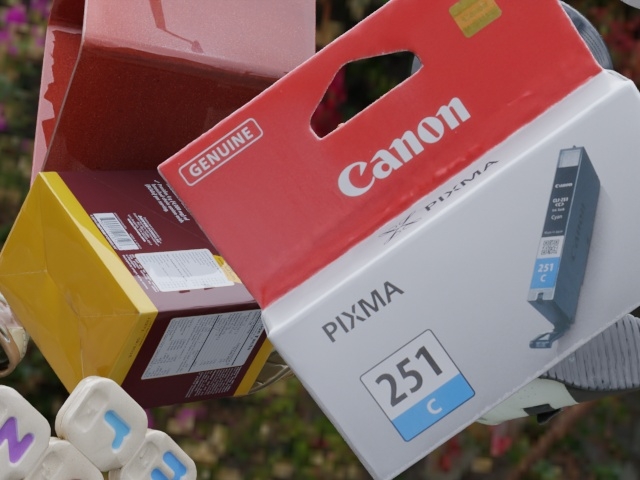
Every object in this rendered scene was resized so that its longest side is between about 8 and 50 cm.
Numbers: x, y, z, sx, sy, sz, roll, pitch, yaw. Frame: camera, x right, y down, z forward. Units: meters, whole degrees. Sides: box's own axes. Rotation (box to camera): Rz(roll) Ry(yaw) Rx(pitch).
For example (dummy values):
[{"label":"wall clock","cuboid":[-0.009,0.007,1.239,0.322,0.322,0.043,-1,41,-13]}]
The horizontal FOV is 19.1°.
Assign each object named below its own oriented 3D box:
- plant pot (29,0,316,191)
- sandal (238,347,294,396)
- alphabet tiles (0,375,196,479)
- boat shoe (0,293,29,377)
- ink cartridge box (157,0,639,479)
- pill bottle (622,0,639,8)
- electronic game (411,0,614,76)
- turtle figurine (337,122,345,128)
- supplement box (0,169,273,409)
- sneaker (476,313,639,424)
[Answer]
[{"label":"plant pot","cuboid":[-0.140,-0.185,1.876,0.235,0.267,0.267,10,-37,-15]},{"label":"sandal","cuboid":[-0.037,0.104,1.857,0.180,0.072,0.049,-29,-29,-16]},{"label":"alphabet tiles","cuboid":[-0.208,0.246,1.403,0.021,0.284,0.278,13,-29,46]},{"label":"boat shoe","cuboid":[-0.497,0.068,2.309,0.324,0.122,0.120,27,17,-18]},{"label":"ink cartridge box","cuboid":[0.083,-0.024,1.278,0.261,0.296,0.066,54,2,-15]},{"label":"pill bottle","cuboid":[0.330,-0.315,1.797,0.112,0.112,0.187,7,-45,1]},{"label":"electronic game","cuboid":[0.215,-0.176,2.133,0.229,0.048,0.229,5,-56,7]},{"label":"turtle figurine","cuboid":[0.000,0.000,2.143,0.217,0.269,0.087,-6,-16,-42]},{"label":"supplement box","cuboid":[-0.160,0.042,1.747,0.194,0.191,0.129,-4,-46,-44]},{"label":"sneaker","cuboid":[0.248,0.157,2.300,0.330,0.122,0.146,-2,-30,2]}]
